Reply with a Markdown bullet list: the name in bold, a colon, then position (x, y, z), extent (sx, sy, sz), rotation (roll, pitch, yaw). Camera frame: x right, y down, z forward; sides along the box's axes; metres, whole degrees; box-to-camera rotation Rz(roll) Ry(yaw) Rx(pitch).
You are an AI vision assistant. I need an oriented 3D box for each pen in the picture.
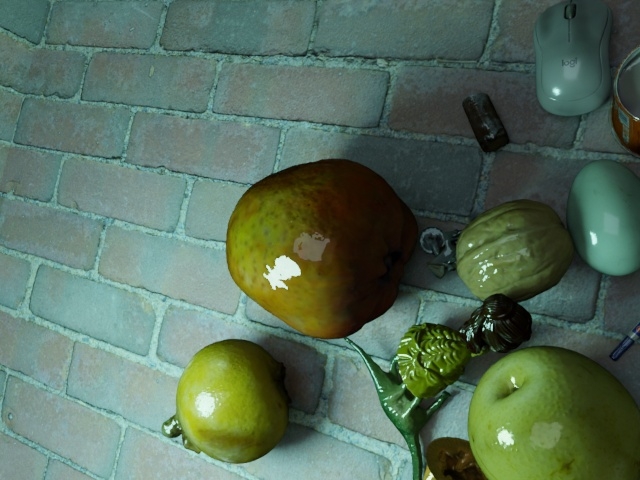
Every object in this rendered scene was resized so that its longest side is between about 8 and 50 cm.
- **pen**: position (0.706, 0.183, 1.453), extent (0.025, 0.025, 0.204), rotation (43, 102, 27)

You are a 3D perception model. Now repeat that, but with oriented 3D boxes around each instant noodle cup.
- **instant noodle cup**: position (0.741, -0.307, 1.425), extent (0.250, 0.192, 0.250), rotation (-5, 79, 28)

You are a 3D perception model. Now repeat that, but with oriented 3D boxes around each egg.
- **egg**: position (0.630, -0.052, 1.446), extent (0.183, 0.183, 0.264), rotation (-16, 68, 25)

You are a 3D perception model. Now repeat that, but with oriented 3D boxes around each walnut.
- **walnut**: position (0.425, 0.027, 1.483), extent (0.261, 0.225, 0.224), rotation (-27, 70, 26)

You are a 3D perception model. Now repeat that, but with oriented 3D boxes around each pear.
- **pear**: position (0.477, 0.391, 1.364), extent (0.349, 0.348, 0.348), rotation (-5, 79, 28)

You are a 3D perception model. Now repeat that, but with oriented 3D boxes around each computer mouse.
- **computer mouse**: position (0.591, -0.443, 1.574), extent (0.184, 0.121, 0.296), rotation (2, 83, 30)

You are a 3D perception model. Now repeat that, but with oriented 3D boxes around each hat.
- **hat**: position (0.311, 0.618, 1.534), extent (0.233, 0.244, 0.233), rotation (-64, 33, 29)

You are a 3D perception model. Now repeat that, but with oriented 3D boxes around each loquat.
- **loquat**: position (-0.248, 0.432, 1.751), extent (0.360, 0.328, 0.328), rotation (-24, 69, 0)

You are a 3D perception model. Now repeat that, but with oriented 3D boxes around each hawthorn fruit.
- **hawthorn fruit**: position (0.000, 0.000, 1.630), extent (0.472, 0.472, 0.471), rotation (-5, 79, 28)

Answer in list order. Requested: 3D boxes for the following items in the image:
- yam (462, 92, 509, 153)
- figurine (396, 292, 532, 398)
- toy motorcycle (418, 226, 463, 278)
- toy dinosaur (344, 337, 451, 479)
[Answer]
- **yam**: position (0.413, -0.297, 1.667), extent (0.079, 0.079, 0.141), rotation (-27, 69, 22)
- **figurine**: position (0.338, 0.230, 1.495), extent (0.315, 0.187, 0.168), rotation (-34, 86, 44)
- **toy motorcycle**: position (0.356, 0.031, 1.638), extent (0.229, 0.094, 0.129), rotation (0, 86, 15)
- **toy dinosaur**: position (0.179, 0.459, 1.663), extent (0.447, 0.087, 0.300), rotation (37, 108, 25)
